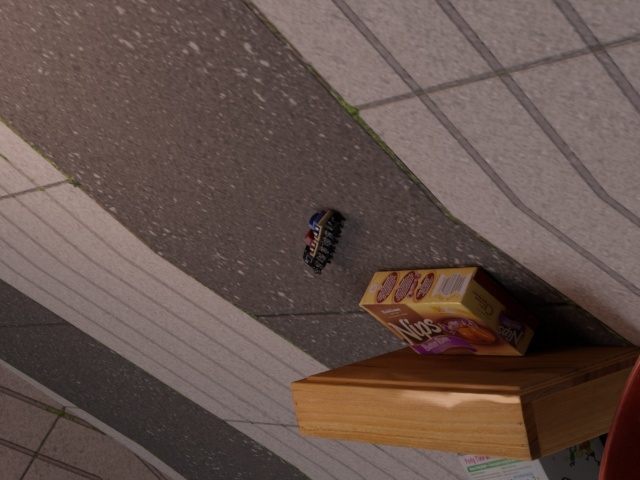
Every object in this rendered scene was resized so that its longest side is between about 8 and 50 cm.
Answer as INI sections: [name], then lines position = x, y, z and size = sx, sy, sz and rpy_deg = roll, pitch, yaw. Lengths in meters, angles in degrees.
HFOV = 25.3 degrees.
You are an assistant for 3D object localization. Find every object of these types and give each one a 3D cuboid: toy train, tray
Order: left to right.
[toy train]
position = 0.000, 0.000, 1.639
size = 0.036, 0.027, 0.158
rpy_deg = 38, 161, 7
[tray]
position = 0.164, 0.170, 1.594
size = 0.411, 0.203, 0.076
rpy_deg = -4, 98, 56

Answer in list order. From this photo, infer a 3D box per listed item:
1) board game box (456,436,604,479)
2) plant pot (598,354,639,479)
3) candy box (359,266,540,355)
[board game box]
position = 0.317, 0.377, 1.799
size = 0.303, 0.097, 0.224
rpy_deg = 62, 158, 3
[plant pot]
position = 0.427, 0.197, 1.258
size = 0.265, 0.272, 0.272
rpy_deg = 22, 160, -6
[candy box]
position = 0.142, 0.081, 1.605
size = 0.109, 0.053, 0.187
rpy_deg = 39, 155, -27
